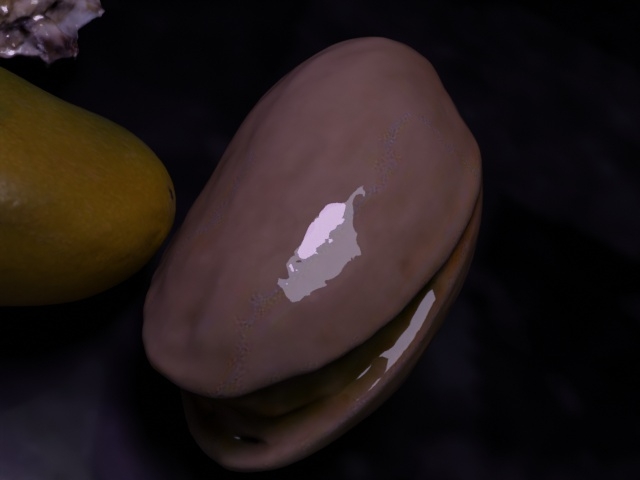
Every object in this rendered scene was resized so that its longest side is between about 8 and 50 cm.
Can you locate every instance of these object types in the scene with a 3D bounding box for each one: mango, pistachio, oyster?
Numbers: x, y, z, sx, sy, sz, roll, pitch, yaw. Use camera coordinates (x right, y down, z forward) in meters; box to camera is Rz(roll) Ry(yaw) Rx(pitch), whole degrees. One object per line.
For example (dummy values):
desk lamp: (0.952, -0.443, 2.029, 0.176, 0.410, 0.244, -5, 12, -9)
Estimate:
mango: (-0.147, -0.028, 0.640, 0.191, 0.085, 0.122, 15, 26, -20)
pistachio: (0.000, 0.000, 0.680, 0.136, 0.136, 0.226, 29, 53, -1)
oyster: (-0.182, -0.115, 0.720, 0.166, 0.053, 0.108, -18, 59, -27)
